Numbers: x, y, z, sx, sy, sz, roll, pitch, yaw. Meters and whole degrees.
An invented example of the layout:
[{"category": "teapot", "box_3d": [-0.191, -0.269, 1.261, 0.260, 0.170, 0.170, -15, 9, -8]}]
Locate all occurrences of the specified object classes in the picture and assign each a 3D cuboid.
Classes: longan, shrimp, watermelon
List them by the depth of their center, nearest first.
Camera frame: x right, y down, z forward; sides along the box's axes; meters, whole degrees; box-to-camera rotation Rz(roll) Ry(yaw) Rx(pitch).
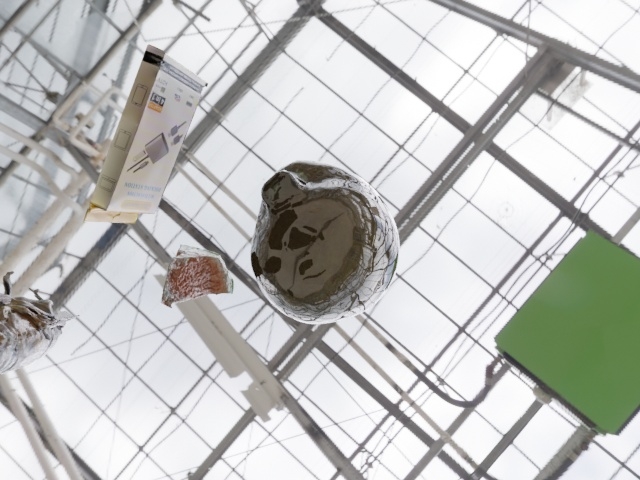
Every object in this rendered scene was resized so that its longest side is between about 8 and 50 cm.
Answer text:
[{"category": "shrimp", "box_3d": [-0.484, 0.134, 0.799, 0.145, 0.343, 0.116, 35, -98, 0]}, {"category": "longan", "box_3d": [0.000, 0.000, 0.833, 0.243, 0.300, 0.300, -34, -118, 11]}, {"category": "watermelon", "box_3d": [-0.260, 0.063, 0.937, 0.121, 0.158, 0.097, 5, -79, 37]}]

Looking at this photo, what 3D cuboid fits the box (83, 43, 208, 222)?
[{"category": "box", "box_3d": [-0.241, -0.133, 0.709, 0.033, 0.129, 0.247, 24, -84, 10]}]
